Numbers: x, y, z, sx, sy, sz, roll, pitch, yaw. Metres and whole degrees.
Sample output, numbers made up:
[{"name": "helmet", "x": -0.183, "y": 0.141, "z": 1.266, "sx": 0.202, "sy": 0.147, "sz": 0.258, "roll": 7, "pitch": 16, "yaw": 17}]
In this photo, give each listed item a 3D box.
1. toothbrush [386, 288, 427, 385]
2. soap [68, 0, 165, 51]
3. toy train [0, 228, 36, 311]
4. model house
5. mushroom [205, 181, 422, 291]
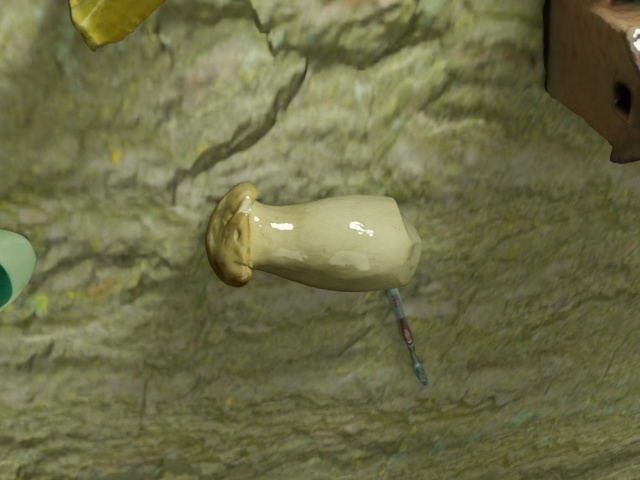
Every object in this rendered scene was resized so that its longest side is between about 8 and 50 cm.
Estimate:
[{"name": "toothbrush", "x": 0.101, "y": 0.109, "z": 0.851, "sx": 0.013, "sy": 0.019, "sz": 0.193, "roll": -23, "pitch": 129, "yaw": -1}, {"name": "soap", "x": -0.069, "y": -0.227, "z": 0.477, "sx": 0.252, "sy": 0.092, "sz": 0.037, "roll": -36, "pitch": 132, "yaw": 10}, {"name": "toy train", "x": -0.441, "y": 0.076, "z": 0.585, "sx": 0.407, "sy": 0.088, "sz": 0.086, "roll": -14, "pitch": 130, "yaw": -10}, {"name": "model house", "x": 0.339, "y": -0.170, "z": 0.573, "sx": 0.237, "sy": 0.237, "sz": 0.202, "roll": -12, "pitch": 131, "yaw": -10}, {"name": "mushroom", "x": 0.000, "y": 0.000, "z": 0.684, "sx": 0.213, "sy": 0.088, "sz": 0.097, "roll": 8, "pitch": 114, "yaw": -17}]
